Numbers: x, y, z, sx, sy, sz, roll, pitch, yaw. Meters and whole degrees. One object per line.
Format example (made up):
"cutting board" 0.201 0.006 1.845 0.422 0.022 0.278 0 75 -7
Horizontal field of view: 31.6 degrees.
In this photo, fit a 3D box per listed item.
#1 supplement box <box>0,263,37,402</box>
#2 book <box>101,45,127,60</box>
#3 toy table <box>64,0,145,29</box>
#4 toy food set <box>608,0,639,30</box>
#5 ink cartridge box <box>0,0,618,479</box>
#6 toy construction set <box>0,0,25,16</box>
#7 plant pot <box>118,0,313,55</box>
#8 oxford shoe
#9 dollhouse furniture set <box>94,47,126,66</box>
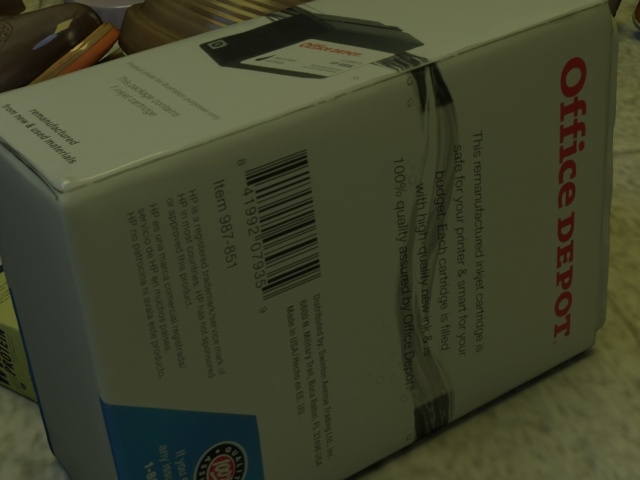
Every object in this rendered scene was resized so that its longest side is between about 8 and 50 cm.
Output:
"supplement box" -0.169 0.050 0.707 0.083 0.056 0.083 18 38 33
"book" -0.155 -0.152 1.070 0.096 0.035 0.144 -15 33 -8
"toy table" -0.219 -0.368 1.310 0.252 0.160 0.274 -10 30 -9
"toy food set" 0.302 -0.274 1.169 0.111 0.104 0.232 7 49 -6
"ink cartridge box" 0.000 0.000 0.603 0.307 0.223 0.129 -22 34 -26
"toy construction set" -0.425 -0.222 1.089 0.237 0.257 0.309 -32 48 -11
"plant pot" -0.041 -0.186 0.949 0.237 0.109 0.237 16 18 -5
"oxford shoe" -0.328 -0.139 0.888 0.364 0.132 0.130 -11 28 23
"dollhouse furniture set" -0.169 -0.031 0.843 0.161 0.101 0.182 -35 35 -1
